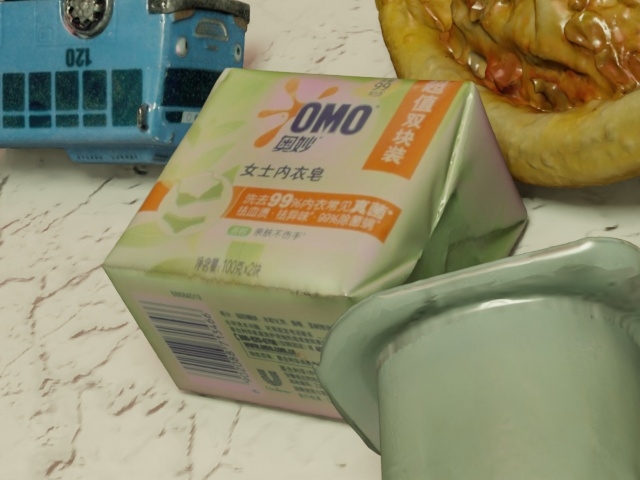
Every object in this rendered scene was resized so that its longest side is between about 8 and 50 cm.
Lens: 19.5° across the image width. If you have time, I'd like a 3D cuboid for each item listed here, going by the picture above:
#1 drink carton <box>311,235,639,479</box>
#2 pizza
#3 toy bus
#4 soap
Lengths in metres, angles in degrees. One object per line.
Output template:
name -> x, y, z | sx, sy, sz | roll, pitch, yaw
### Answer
drink carton -> 0.103, 0.138, 0.949 | 0.191, 0.185, 0.189 | -14, 55, 15
pizza -> 0.136, -0.134, 1.206 | 0.365, 0.074, 0.182 | 46, 121, 54
toy bus -> -0.173, -0.123, 1.369 | 0.234, 0.116, 0.133 | 2, 91, 31
soap -> 0.000, 0.000, 1.153 | 0.199, 0.138, 0.182 | 6, 51, 34
